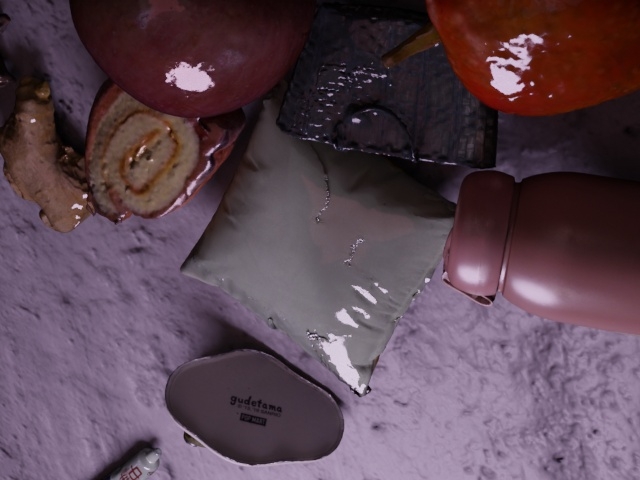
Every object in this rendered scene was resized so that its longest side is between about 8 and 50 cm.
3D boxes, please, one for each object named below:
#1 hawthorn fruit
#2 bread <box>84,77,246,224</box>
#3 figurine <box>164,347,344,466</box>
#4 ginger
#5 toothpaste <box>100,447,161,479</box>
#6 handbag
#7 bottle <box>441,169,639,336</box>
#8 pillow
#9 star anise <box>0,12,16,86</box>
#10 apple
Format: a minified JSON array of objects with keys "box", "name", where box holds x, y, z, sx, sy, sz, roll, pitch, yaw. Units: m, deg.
[{"box":[0.208,-0.255,1.296,0.330,0.287,0.287,-26,102,18],"name":"hawthorn fruit"},{"box":[-0.213,-0.131,1.646,0.190,0.123,0.244,45,124,4],"name":"bread"},{"box":[-0.103,0.261,1.799,0.250,0.166,0.141,23,146,-2],"name":"figurine"},{"box":[-0.386,-0.115,1.769,0.137,0.074,0.213,-22,108,22],"name":"ginger"},{"box":[-0.312,0.378,1.998,0.060,0.038,0.233,48,127,-1],"name":"toothpaste"},{"box":[0.084,-0.179,1.482,0.270,0.088,0.175,13,101,18],"name":"handbag"},{"box":[0.286,0.020,1.439,0.297,0.173,0.206,9,148,6],"name":"bottle"},{"box":[0.000,0.000,1.612,0.312,0.119,0.310,34,119,9],"name":"pillow"},{"box":[-0.505,-0.278,1.743,0.212,0.073,0.197,27,125,8],"name":"star anise"},{"box":[-0.136,-0.286,1.424,0.306,0.306,0.235,43,132,0],"name":"apple"}]
